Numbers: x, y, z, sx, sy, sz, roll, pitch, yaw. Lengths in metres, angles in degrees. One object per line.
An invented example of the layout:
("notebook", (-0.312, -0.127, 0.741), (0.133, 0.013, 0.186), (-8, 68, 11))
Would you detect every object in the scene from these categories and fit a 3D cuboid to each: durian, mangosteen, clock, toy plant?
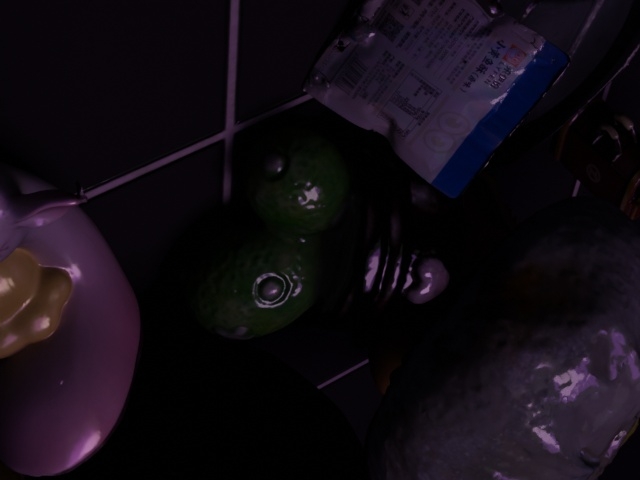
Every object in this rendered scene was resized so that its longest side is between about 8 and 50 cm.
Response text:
("durian", (0.135, 0.001, 1.548), (0.182, 0.132, 0.165), (-38, 164, -31))
("mangosteen", (-0.160, 0.273, 1.385), (0.435, 0.382, 0.382), (8, 135, -7))
("clock", (0.191, -0.199, 1.405), (0.325, 0.067, 0.325), (-30, 149, -20))
("toy plant", (0.000, 0.000, 1.368), (0.235, 0.175, 0.218), (7, 123, -19))

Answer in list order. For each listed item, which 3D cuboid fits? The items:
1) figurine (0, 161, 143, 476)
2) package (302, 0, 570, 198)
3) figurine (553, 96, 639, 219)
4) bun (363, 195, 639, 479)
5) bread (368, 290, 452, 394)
("figurine", (-0.264, 0.047, 1.051), (0.284, 0.206, 0.315), (-45, 141, -19))
("package", (0.094, -0.140, 1.276), (0.171, 0.173, 0.027), (-52, -175, 29))
("figurine", (0.325, -0.092, 1.619), (0.082, 0.154, 0.098), (-33, 146, -14))
("bun", (0.206, 0.133, 1.452), (0.362, 0.211, 0.362), (-46, 160, -22))
("bread", (0.111, 0.091, 1.683), (0.134, 0.085, 0.173), (-27, 146, -31))
